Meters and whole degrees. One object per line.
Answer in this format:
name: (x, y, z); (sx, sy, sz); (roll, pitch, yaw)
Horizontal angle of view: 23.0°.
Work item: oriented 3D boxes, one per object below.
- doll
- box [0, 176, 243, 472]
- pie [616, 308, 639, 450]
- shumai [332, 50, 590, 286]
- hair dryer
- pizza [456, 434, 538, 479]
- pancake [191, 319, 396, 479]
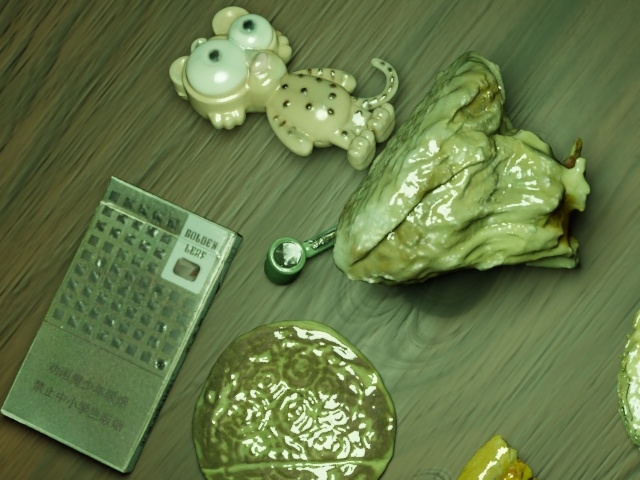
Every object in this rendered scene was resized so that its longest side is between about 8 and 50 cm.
doll: (-0.042, -0.183, 1.901); (0.278, 0.119, 0.154); (20, 67, 14)
box: (-0.245, 0.102, 1.938); (0.180, 0.047, 0.324); (24, 86, 11)
pie: (0.476, 0.166, 1.812); (0.274, 0.055, 0.274); (-1, 82, 8)
shumai: (0.178, -0.027, 1.796); (0.262, 0.267, 0.314); (38, 61, -3)
hair dryer: (0.000, 0.000, 1.913); (0.150, 0.071, 0.047); (-30, 83, -13)
pizza: (0.235, 0.394, 1.807); (0.226, 0.086, 0.335); (3, 82, 11)
pancake: (-0.034, 0.217, 1.897); (0.250, 0.031, 0.250); (-1, 83, 9)
